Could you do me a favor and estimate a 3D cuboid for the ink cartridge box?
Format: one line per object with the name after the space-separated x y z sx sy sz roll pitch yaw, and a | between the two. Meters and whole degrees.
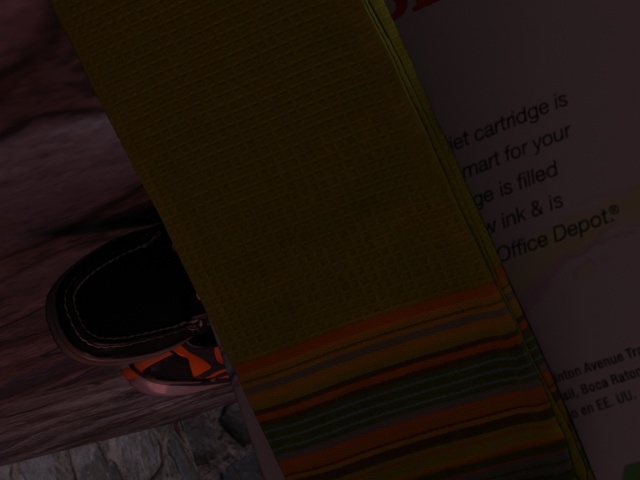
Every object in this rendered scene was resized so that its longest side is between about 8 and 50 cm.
0.068 0.017 0.453 0.201 0.278 0.117 -22 173 17 | ink cartridge box

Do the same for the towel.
0.000 0.000 0.366 0.102 0.237 0.021 -22 -169 16 | towel

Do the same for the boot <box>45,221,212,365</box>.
-0.044 -0.003 0.710 0.236 0.085 0.178 -19 171 -40 | boot

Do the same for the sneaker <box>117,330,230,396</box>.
-0.026 0.080 1.090 0.321 0.124 0.180 -10 168 -42 | sneaker
